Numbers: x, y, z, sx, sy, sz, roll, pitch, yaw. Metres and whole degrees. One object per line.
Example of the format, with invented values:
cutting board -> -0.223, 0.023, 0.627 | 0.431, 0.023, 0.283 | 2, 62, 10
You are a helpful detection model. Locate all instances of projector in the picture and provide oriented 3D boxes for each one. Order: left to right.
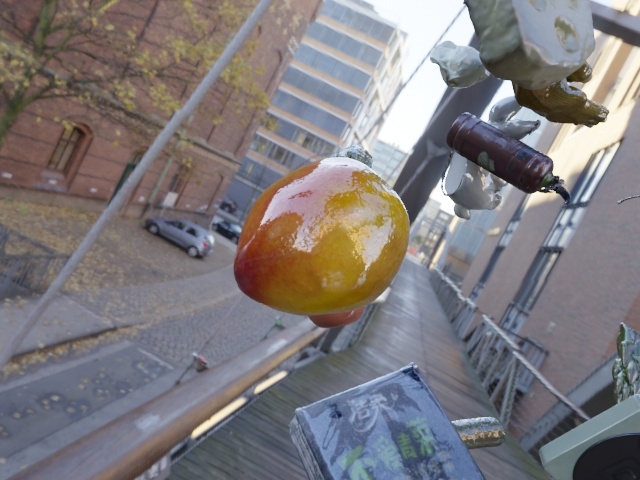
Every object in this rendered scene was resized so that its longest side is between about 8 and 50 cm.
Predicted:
projector -> 0.643, 0.467, 1.149 | 0.257, 0.259, 0.079 | 42, 25, -11

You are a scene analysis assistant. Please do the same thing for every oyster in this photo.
oyster -> 0.061, -0.187, 1.268 | 0.125, 0.064, 0.177 | -15, 13, -20

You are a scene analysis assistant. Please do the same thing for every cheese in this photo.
cheese -> 0.415, -0.454, 1.084 | 0.318, 0.326, 0.115 | 46, -32, -18

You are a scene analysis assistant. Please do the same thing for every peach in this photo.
peach -> 0.002, -0.004, 0.962 | 0.308, 0.289, 0.289 | 9, 15, -44

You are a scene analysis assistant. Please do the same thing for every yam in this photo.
yam -> 0.315, 0.429, 1.204 | 0.169, 0.068, 0.068 | 2, 12, -18

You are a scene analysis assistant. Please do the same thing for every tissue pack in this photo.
tissue pack -> 0.149, 0.444, 0.976 | 0.288, 0.124, 0.394 | -12, 55, -28

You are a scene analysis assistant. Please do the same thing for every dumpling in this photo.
dumpling -> 0.357, -0.464, 1.420 | 0.100, 0.169, 0.134 | 98, -32, -65

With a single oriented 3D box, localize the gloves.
gloves -> 0.574, -0.401, 1.361 | 0.356, 0.203, 0.155 | 37, -30, -16

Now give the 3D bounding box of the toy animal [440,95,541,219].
toy animal -> 0.447, -0.221, 1.472 | 0.154, 0.325, 0.208 | 12, 39, -20

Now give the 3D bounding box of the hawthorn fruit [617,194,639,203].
hawthorn fruit -> 0.998, -0.123, 1.553 | 0.165, 0.165, 0.285 | 24, 1, -36

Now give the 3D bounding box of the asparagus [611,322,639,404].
asparagus -> 0.760, 0.317, 1.340 | 0.080, 0.287, 0.080 | 20, -38, 16

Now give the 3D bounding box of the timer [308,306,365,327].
timer -> 0.046, 0.190, 1.912 | 0.229, 0.215, 0.229 | -12, -2, 0

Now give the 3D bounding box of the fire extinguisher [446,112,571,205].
fire extinguisher -> 0.455, -0.185, 1.305 | 0.138, 0.102, 0.344 | -16, 46, -43
